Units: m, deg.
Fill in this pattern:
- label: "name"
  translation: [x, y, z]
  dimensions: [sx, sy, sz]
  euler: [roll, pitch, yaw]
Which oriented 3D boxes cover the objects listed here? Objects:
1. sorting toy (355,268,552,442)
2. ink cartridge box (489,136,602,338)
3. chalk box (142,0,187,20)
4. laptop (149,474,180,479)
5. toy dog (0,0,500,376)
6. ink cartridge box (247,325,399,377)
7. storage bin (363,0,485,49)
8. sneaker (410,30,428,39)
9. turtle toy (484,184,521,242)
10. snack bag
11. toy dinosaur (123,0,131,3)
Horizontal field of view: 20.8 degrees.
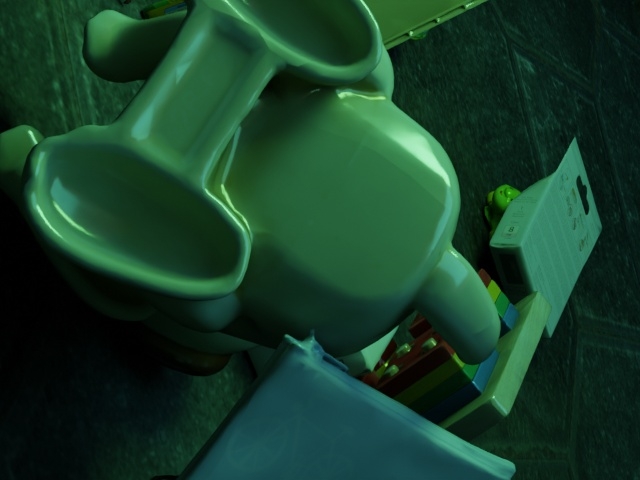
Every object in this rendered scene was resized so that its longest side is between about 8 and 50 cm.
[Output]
- label: "sorting toy"
  translation: [0.084, 0.147, 1.724]
  dimensions: [0.089, 0.255, 0.257]
  euler: [50, 26, -7]
- label: "ink cartridge box"
  translation: [0.322, -0.004, 2.481]
  dimensions: [0.232, 0.066, 0.189]
  euler: [-63, 143, -39]
- label: "chalk box"
  translation: [-0.063, -0.209, 1.768]
  dimensions: [0.132, 0.132, 0.213]
  euler: [69, 22, -9]
- label: "laptop"
  translation: [-0.061, 0.346, 1.533]
  dimensions: [0.264, 0.136, 0.234]
  euler: [53, 16, 20]
- label: "toy dog"
  translation: [-0.057, -0.035, 1.380]
  dimensions: [0.395, 0.408, 0.284]
  euler: [25, 76, -10]
- label: "ink cartridge box"
  translation: [0.000, 0.000, 1.774]
  dimensions: [0.211, 0.122, 0.289]
  euler: [67, 23, -13]
- label: "storage bin"
  translation: [0.066, -0.372, 2.026]
  dimensions: [0.262, 0.260, 0.123]
  euler: [61, 8, -27]
- label: "sneaker"
  translation: [0.086, -0.400, 2.252]
  dimensions: [0.295, 0.123, 0.109]
  euler: [69, 23, -10]
- label: "turtle toy"
  translation: [0.275, -0.031, 2.497]
  dimensions: [0.130, 0.066, 0.095]
  euler: [48, 33, -45]
- label: "snack bag"
  translation: [-0.024, 0.255, 1.292]
  dimensions: [0.323, 0.342, 0.037]
  euler: [34, 6, -46]
- label: "toy dinosaur"
  translation: [-0.200, -0.265, 1.614]
  dimensions: [0.082, 0.047, 0.090]
  euler: [-12, 95, -49]
